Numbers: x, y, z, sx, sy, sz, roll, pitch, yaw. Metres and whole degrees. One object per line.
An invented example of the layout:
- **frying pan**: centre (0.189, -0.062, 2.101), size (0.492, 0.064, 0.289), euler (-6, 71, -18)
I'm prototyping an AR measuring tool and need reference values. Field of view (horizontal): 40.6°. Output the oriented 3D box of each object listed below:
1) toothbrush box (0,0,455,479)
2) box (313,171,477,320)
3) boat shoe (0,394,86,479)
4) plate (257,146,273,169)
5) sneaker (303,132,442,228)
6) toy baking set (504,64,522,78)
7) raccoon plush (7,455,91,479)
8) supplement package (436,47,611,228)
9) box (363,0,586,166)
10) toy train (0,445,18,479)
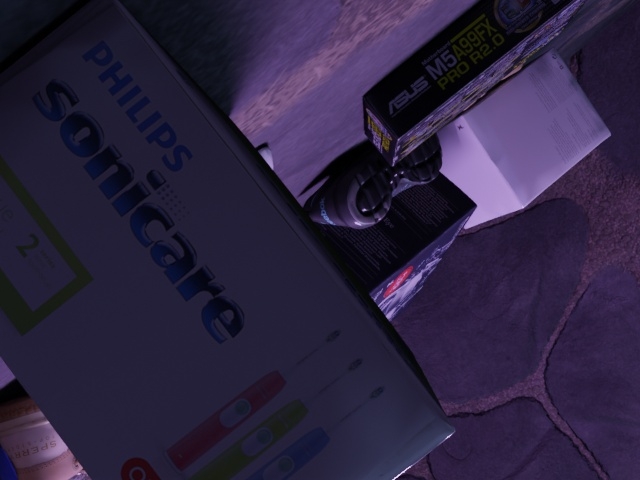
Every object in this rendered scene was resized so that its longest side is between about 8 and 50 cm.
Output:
- **toothbrush box**: centre (-0.051, 0.027, 0.446), size (0.122, 0.206, 0.283), euler (-38, 177, 0)
- **box**: centre (0.061, 0.052, 1.513), size (0.312, 0.179, 0.343), euler (-37, 163, -37)
- **boat shoe**: centre (-0.293, 0.230, 1.045), size (0.121, 0.110, 0.341), euler (-18, 174, 5)
- **plate**: centre (-0.148, 0.035, 0.845), size (0.278, 0.045, 0.277), euler (-39, 176, -8)
- **sneaker**: centre (0.076, -0.098, 1.217), size (0.106, 0.101, 0.267), euler (-12, -162, 44)
- **toy baking set**: centre (0.253, -0.241, 1.476), size (0.196, 0.030, 0.256), euler (-41, 176, 34)
- **raccoon plush**: centre (-0.437, 0.391, 1.242), size (0.446, 0.216, 0.299), euler (-39, 169, 12)
- **supplement package**: centre (0.354, -0.188, 1.630), size (0.262, 0.199, 0.198), euler (-37, -176, -24)
- **box**: centre (0.169, -0.199, 0.961), size (0.270, 0.060, 0.216), euler (-38, 177, 2)
- **toy train**: centre (-0.463, 0.335, 1.055), size (0.143, 0.105, 0.248), euler (-21, 166, -41)
